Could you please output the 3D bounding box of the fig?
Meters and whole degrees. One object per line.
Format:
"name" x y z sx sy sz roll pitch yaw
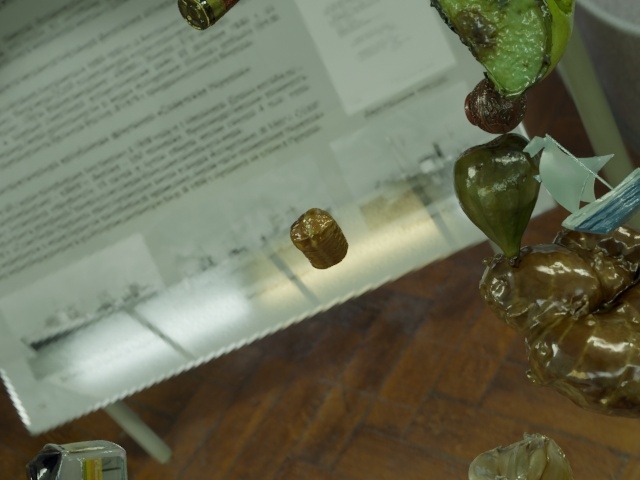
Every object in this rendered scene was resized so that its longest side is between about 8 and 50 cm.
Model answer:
"fig" 0.277 -0.065 1.578 0.133 0.185 0.126 -19 -17 -37

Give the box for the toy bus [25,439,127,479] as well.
"toy bus" -0.172 0.233 0.787 0.072 0.172 0.057 -5 1 -28

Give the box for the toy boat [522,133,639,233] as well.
"toy boat" 0.280 -0.061 1.182 0.149 0.034 0.105 26 67 20

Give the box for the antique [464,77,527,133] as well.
"antique" 0.294 -0.225 1.787 0.104 0.104 0.104 -19 41 18

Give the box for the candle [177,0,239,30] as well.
"candle" -0.107 -0.300 1.258 0.052 0.052 0.131 12 50 42

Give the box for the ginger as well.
"ginger" 0.425 0.124 1.635 0.274 0.152 0.357 -27 67 -14

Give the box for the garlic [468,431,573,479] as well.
"garlic" 0.213 0.254 1.155 0.113 0.074 0.094 17 36 -4

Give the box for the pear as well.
"pear" 0.319 -0.376 1.686 0.164 0.238 0.255 -37 0 42

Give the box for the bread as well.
"bread" 0.000 0.000 1.204 0.052 0.157 0.044 -37 77 0
